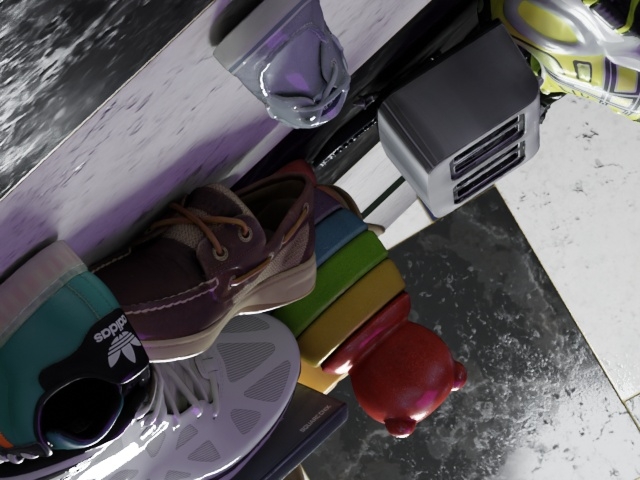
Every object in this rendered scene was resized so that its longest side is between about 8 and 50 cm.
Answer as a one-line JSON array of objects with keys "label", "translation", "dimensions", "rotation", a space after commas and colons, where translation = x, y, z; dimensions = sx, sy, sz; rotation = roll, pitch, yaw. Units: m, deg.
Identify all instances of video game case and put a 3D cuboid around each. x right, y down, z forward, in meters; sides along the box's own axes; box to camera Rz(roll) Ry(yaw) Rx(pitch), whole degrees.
[{"label": "video game case", "translation": [-0.138, 0.181, 1.941], "dimensions": [0.196, 0.274, 0.026], "rotation": [-39, 139, -40]}]

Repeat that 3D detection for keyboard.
[{"label": "keyboard", "translation": [0.076, -0.140, 2.080], "dimensions": [0.192, 0.038, 0.100], "rotation": [-41, 175, -30]}]

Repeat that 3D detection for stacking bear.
[{"label": "stacking bear", "translation": [0.022, 0.070, 1.945], "dimensions": [0.175, 0.289, 0.164], "rotation": [-41, 175, -25]}]

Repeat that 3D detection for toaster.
[{"label": "toaster", "translation": [0.144, -0.125, 1.977], "dimensions": [0.185, 0.110, 0.168], "rotation": [-33, 160, -6]}]

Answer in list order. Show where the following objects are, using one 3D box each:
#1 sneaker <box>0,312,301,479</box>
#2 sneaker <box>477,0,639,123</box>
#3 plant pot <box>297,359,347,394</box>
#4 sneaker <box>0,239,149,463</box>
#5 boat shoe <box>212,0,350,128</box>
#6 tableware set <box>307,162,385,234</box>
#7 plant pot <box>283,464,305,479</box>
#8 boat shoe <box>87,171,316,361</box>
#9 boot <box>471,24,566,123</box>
[{"label": "sneaker", "translation": [-0.150, 0.148, 1.693], "dimensions": [0.447, 0.169, 0.257], "rotation": [-26, 167, -38]}, {"label": "sneaker", "translation": [0.320, -0.213, 2.079], "dimensions": [0.147, 0.384, 0.145], "rotation": [-23, -131, 32]}, {"label": "plant pot", "translation": [-0.037, 0.115, 2.470], "dimensions": [0.205, 0.188, 0.205], "rotation": [-42, 175, -4]}, {"label": "sneaker", "translation": [-0.225, 0.125, 1.403], "dimensions": [0.108, 0.121, 0.302], "rotation": [-39, 174, -41]}, {"label": "boat shoe", "translation": [-0.012, -0.118, 1.261], "dimensions": [0.079, 0.081, 0.227], "rotation": [-43, 176, 1]}, {"label": "tableware set", "translation": [0.000, 0.000, 2.089], "dimensions": [0.039, 0.128, 0.194], "rotation": [-27, 167, -34]}, {"label": "plant pot", "translation": [-0.209, 0.303, 2.299], "dimensions": [0.280, 0.323, 0.323], "rotation": [-27, 180, 17]}, {"label": "boat shoe", "translation": [-0.104, 0.008, 1.583], "dimensions": [0.342, 0.123, 0.123], "rotation": [-18, 126, -55]}, {"label": "boot", "translation": [0.257, -0.219, 2.315], "dimensions": [0.348, 0.131, 0.260], "rotation": [-41, 175, 35]}]
